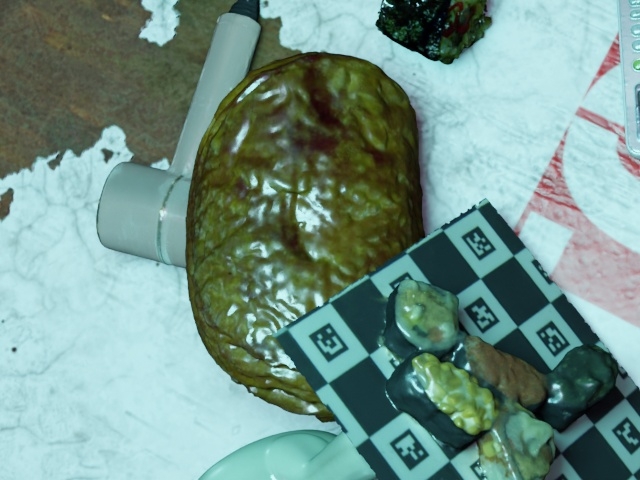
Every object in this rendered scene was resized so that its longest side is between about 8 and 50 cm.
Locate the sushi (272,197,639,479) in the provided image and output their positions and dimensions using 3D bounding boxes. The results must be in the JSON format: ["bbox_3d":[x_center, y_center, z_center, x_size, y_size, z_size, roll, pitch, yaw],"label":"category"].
[{"bbox_3d":[0.183,0.139,1.543,0.343,0.359,0.064,53,137,8],"label":"sushi"}]

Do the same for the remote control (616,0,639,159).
[{"bbox_3d":[0.371,-0.213,1.711,0.103,0.034,0.250,-3,82,15],"label":"remote control"}]

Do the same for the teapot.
[{"bbox_3d":[-0.033,0.264,1.613,0.220,0.318,0.149,-26,63,-10],"label":"teapot"}]

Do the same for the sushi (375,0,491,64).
[{"bbox_3d":[0.147,-0.304,1.743,0.115,0.147,0.212,22,106,11],"label":"sushi"}]

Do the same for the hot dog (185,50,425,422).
[{"bbox_3d":[0.000,0.000,1.661,0.267,0.174,0.387,7,71,-22],"label":"hot dog"}]

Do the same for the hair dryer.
[{"bbox_3d":[-0.113,-0.133,1.810,0.189,0.107,0.344,13,80,17],"label":"hair dryer"}]
